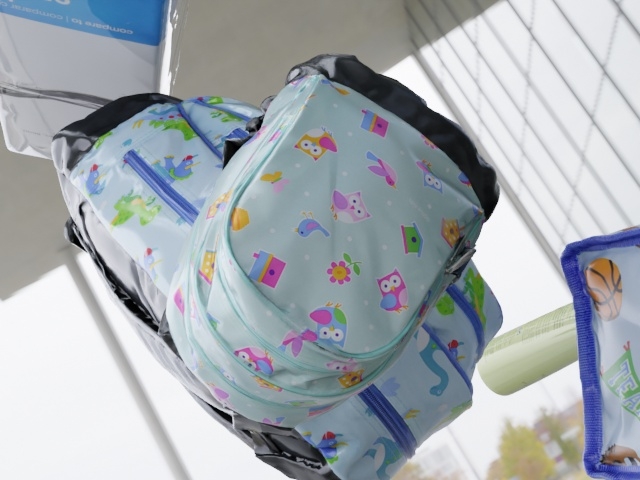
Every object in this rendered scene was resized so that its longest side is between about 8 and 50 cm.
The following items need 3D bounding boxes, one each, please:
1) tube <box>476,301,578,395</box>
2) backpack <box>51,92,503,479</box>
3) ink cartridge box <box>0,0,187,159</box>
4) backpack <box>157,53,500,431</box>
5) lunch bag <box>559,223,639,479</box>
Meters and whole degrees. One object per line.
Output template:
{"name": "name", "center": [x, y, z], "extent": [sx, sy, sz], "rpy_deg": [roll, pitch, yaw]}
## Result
{"name": "tube", "center": [0.251, 0.085, 1.045], "extent": [0.062, 0.070, 0.240], "rpy_deg": [23, -39, -28]}
{"name": "backpack", "center": [-0.032, 0.042, 0.848], "extent": [0.273, 0.355, 0.290], "rpy_deg": [-31, -57, 0]}
{"name": "ink cartridge box", "center": [-0.200, -0.267, 1.009], "extent": [0.166, 0.285, 0.395], "rpy_deg": [10, -20, -7]}
{"name": "backpack", "center": [0.000, 0.000, 0.543], "extent": [0.182, 0.152, 0.115], "rpy_deg": [-56, -1, -34]}
{"name": "lunch bag", "center": [0.421, 0.052, 0.773], "extent": [0.328, 0.239, 0.385], "rpy_deg": [-5, -5, -28]}
